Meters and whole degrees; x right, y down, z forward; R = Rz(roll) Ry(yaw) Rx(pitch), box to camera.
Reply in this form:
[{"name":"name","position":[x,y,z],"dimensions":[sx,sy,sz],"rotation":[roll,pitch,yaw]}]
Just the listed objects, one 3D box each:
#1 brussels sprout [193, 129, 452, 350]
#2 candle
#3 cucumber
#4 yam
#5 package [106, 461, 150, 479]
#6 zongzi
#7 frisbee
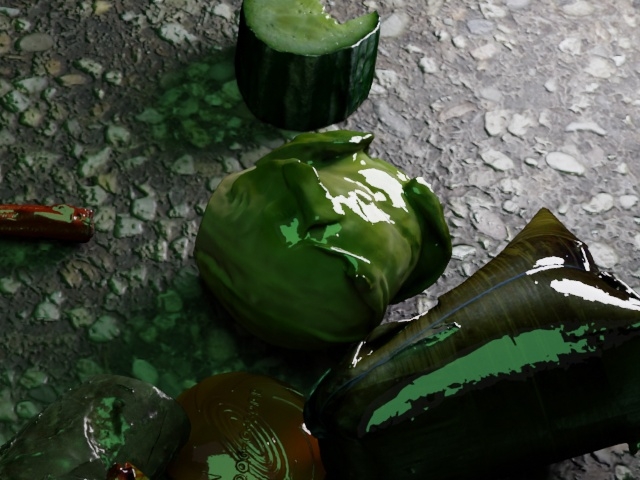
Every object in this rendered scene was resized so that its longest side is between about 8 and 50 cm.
[{"name":"brussels sprout","position":[0.000,0.000,1.980],"dimensions":[0.294,0.227,0.259],"rotation":[11,35,11]},{"name":"candle","position":[-0.348,-0.027,2.045],"dimensions":[0.162,0.053,0.048],"rotation":[4,46,-4]},{"name":"cucumber","position":[-0.028,-0.244,2.236],"dimensions":[0.191,0.130,0.191],"rotation":[6,44,-6]},{"name":"yam","position":[-0.263,0.248,1.780],"dimensions":[0.154,0.154,0.254],"rotation":[31,54,14]},{"name":"package","position":[-0.097,0.343,1.733],"dimensions":[0.288,0.108,0.223],"rotation":[12,76,-8]},{"name":"zongzi","position":[0.158,0.112,1.981],"dimensions":[0.403,0.208,0.432],"rotation":[-17,30,-4]},{"name":"frisbee","position":[-0.082,0.221,1.906],"dimensions":[0.192,0.035,0.192],"rotation":[6,50,-7]}]
